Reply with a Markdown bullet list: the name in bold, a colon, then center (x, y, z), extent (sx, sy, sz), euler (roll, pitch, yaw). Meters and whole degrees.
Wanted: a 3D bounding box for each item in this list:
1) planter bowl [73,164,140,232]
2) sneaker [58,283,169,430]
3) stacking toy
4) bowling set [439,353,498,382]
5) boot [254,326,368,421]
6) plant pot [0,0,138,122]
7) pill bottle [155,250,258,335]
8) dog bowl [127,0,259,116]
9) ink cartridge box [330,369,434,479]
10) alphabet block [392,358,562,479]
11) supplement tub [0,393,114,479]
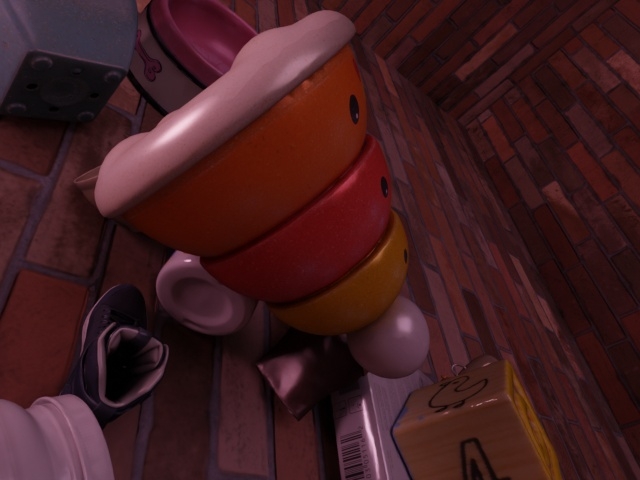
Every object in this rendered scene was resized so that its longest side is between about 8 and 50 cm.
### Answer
- **planter bowl**: center (-0.282, -0.080, 0.710), extent (0.109, 0.162, 0.162), euler (68, 26, -23)
- **sneaker**: center (-0.235, 0.117, 0.542), extent (0.086, 0.163, 0.226), euler (29, 37, -27)
- **stacking toy**: center (0.000, 0.000, 0.594), extent (0.480, 0.351, 0.350), euler (53, 30, -22)
- **bowling set**: center (0.317, 0.400, 0.948), extent (0.154, 0.200, 0.287), euler (-18, 76, -27)
- **boot**: center (-0.027, 0.147, 0.766), extent (0.207, 0.090, 0.248), euler (-31, 62, -18)
- **plant pot**: center (-0.432, -0.331, 0.692), extent (0.248, 0.247, 0.252), euler (-12, 73, -54)
- **pill bottle**: center (-0.147, 0.014, 0.760), extent (0.152, 0.152, 0.272), euler (40, 34, -15)
- **dog bowl**: center (-0.252, -0.421, 1.074), extent (0.408, 0.150, 0.408), euler (31, 38, -27)
- **ink cartridge box**: center (0.156, 0.374, 0.861), extent (0.385, 0.091, 0.308), euler (42, 29, -44)
- **alphabet block**: center (0.263, 0.341, 0.750), extent (0.193, 0.197, 0.192), euler (64, 21, 6)
- **supplement tub**: center (-0.313, 0.224, 0.310), extent (0.272, 0.191, 0.191), euler (2, 55, -49)
